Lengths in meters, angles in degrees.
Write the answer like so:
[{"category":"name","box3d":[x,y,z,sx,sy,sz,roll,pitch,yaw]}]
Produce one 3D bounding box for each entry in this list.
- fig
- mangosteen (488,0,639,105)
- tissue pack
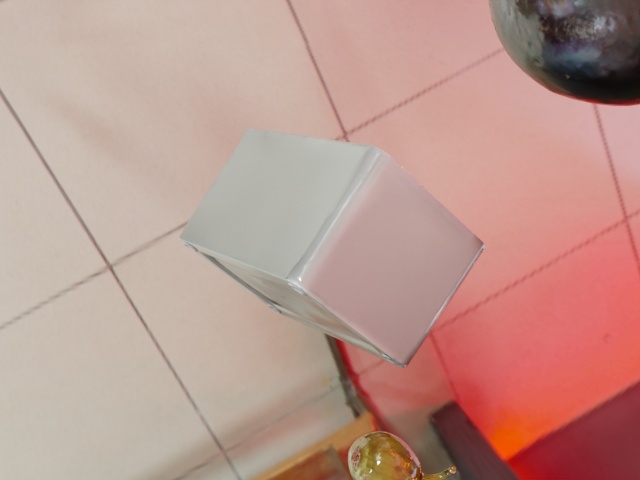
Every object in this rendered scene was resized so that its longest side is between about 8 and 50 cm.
[{"category":"fig","box3d":[0.061,0.170,0.767,0.083,0.050,0.050,14,107,-20]},{"category":"mangosteen","box3d":[0.309,-0.311,1.068,0.307,0.307,0.347,-41,129,0]},{"category":"tissue pack","box3d":[0.001,0.001,0.962,0.159,0.246,0.136,40,78,-32]}]
